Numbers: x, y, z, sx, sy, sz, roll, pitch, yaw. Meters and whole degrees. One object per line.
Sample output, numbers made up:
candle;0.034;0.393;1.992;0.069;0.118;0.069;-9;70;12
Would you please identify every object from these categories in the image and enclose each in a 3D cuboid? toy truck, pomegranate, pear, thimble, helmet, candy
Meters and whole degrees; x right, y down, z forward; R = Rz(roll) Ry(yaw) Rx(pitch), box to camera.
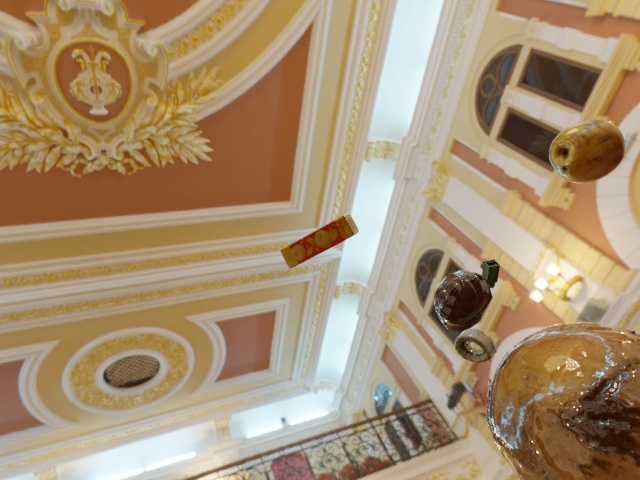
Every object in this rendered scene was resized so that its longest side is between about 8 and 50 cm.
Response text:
toy truck;0.804;0.163;2.113;0.065;0.079;0.147;-8;-60;-8
pomegranate;0.397;0.276;0.629;0.322;0.322;0.322;-15;-50;-19
pear;1.129;-0.377;1.881;0.280;0.281;0.281;-15;-50;-19
thimble;0.450;0.307;1.279;0.062;0.110;0.084;-22;-50;-47
helmet;0.619;0.270;2.007;0.177;0.225;0.305;22;-78;-45
candy;0.000;0.000;1.648;0.276;0.146;0.088;-29;-89;16

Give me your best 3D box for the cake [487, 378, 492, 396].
cake;0.667;0.559;1.556;0.135;0.147;0.134;1;-81;5
